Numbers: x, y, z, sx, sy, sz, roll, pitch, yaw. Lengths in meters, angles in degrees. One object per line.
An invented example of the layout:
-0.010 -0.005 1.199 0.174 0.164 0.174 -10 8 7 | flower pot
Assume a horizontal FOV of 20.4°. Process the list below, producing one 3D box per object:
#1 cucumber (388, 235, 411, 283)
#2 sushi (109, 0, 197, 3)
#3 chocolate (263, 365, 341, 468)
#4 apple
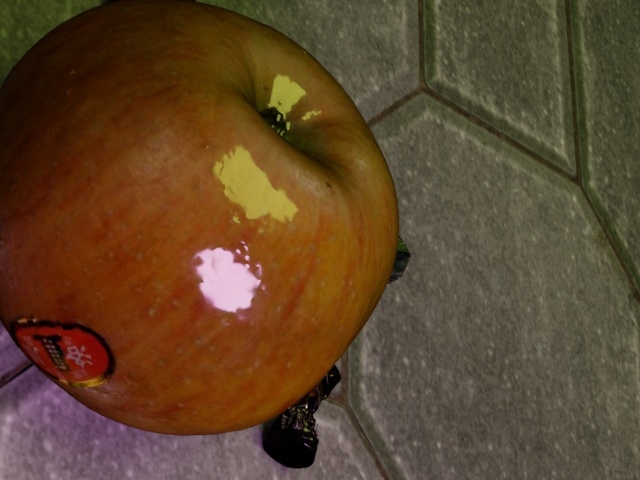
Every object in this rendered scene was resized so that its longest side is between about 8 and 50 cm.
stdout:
-0.002 0.001 1.942 0.211 0.062 0.078 12 29 -40 | cucumber
-0.173 -0.219 1.824 0.098 0.094 0.084 45 40 -18 | sushi
-0.014 0.160 1.837 0.072 0.070 0.147 44 47 -33 | chocolate
-0.110 -0.025 1.600 0.400 0.333 0.400 25 55 -41 | apple
